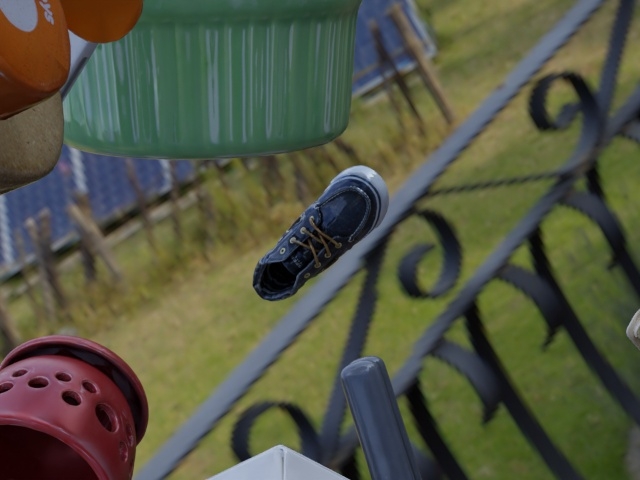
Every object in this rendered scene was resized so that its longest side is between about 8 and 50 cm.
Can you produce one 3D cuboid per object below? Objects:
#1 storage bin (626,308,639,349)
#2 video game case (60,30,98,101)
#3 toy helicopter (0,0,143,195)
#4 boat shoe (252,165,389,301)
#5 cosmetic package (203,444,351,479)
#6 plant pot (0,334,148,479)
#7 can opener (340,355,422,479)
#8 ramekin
[{"bbox_3d":[0.527,0.171,1.905,0.123,0.260,0.262,-45,13,-3],"label":"storage bin"},{"bbox_3d":[-0.243,-0.174,1.218,0.019,0.157,0.143,-27,-19,-49],"label":"video game case"},{"bbox_3d":[-0.198,-0.187,0.693,0.140,0.355,0.235,-22,-1,19],"label":"toy helicopter"},{"bbox_3d":[0.000,0.000,1.576,0.083,0.065,0.183,-45,-1,-41],"label":"boat shoe"},{"bbox_3d":[-0.040,0.342,0.991,0.197,0.155,0.365,-27,48,31],"label":"cosmetic package"},{"bbox_3d":[-0.278,0.203,1.615,0.191,0.191,0.174,-25,25,22],"label":"plant pot"},{"bbox_3d":[0.108,0.260,1.741,0.095,0.283,0.076,-18,0,11],"label":"can opener"},{"bbox_3d":[-0.109,-0.166,1.425,0.303,0.148,0.303,-1,13,0],"label":"ramekin"}]
